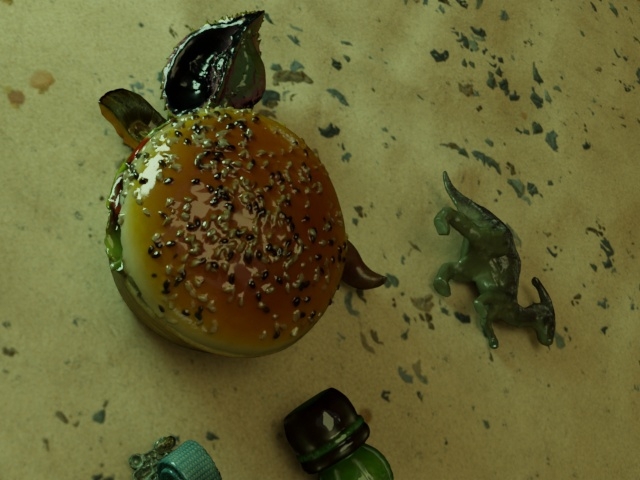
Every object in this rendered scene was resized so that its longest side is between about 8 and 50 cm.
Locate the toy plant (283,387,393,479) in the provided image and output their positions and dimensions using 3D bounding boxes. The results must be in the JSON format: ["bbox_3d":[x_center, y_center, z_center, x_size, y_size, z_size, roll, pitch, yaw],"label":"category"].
[{"bbox_3d":[0.028,0.259,1.104,0.092,0.093,0.162,-29,85,-39],"label":"toy plant"}]

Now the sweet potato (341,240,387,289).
[{"bbox_3d":[-0.001,0.001,1.231,0.202,0.055,0.058,40,42,-10],"label":"sweet potato"}]

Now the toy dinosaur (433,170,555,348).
[{"bbox_3d":[0.241,0.041,1.365,0.162,0.077,0.294,-37,105,-44],"label":"toy dinosaur"}]

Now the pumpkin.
[{"bbox_3d":[-0.228,-0.144,1.168,0.101,0.035,0.073,45,36,-7],"label":"pumpkin"}]

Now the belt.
[{"bbox_3d":[-0.130,0.300,1.002,0.065,0.100,0.179,-27,99,-40],"label":"belt"}]

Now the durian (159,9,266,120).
[{"bbox_3d":[-0.136,-0.201,1.232,0.108,0.119,0.187,53,51,-52],"label":"durian"}]

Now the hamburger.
[{"bbox_3d":[-0.108,-0.010,1.077,0.300,0.176,0.300,9,68,-24],"label":"hamburger"}]
